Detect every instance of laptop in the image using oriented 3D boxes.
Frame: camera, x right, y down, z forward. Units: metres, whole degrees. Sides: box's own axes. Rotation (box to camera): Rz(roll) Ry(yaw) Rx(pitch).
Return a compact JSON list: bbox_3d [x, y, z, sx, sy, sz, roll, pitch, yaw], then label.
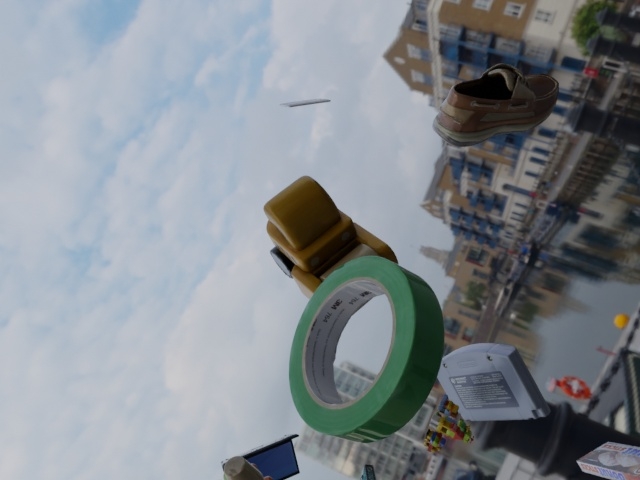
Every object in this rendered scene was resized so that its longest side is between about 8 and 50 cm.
[{"bbox_3d":[-0.172,0.695,1.791,0.235,0.136,0.264,-18,-14,-17],"label":"laptop"}]

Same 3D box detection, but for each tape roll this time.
[{"bbox_3d":[0.071,0.188,1.044,0.077,0.321,0.321,26,-97,-32],"label":"tape roll"}]

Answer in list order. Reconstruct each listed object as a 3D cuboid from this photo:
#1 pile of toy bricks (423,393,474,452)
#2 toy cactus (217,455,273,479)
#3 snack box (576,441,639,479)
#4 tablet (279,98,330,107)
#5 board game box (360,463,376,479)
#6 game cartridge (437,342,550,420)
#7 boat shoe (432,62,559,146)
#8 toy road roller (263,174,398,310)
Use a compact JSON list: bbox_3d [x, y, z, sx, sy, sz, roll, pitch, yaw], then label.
[{"bbox_3d":[0.328,0.464,1.446,0.118,0.105,0.212,-53,-23,-31],"label":"pile of toy bricks"},{"bbox_3d":[-0.104,0.396,0.892,0.112,0.219,0.180,-34,-55,-16],"label":"toy cactus"},{"bbox_3d":[0.443,0.323,0.851,0.064,0.022,0.178,-25,-11,-9],"label":"snack box"},{"bbox_3d":[-0.029,-0.253,1.079,0.083,0.054,0.006,-13,-70,-20],"label":"tablet"},{"bbox_3d":[0.116,0.651,1.406,0.186,0.026,0.126,-98,18,-65],"label":"board game box"},{"bbox_3d":[0.420,0.361,1.496,0.062,0.198,0.297,-22,-5,-31],"label":"game cartridge"},{"bbox_3d":[0.367,-0.284,1.166,0.325,0.123,0.116,-26,-38,-29],"label":"boat shoe"},{"bbox_3d":[0.000,0.000,1.376,0.203,0.329,0.240,-39,-44,-13],"label":"toy road roller"}]
